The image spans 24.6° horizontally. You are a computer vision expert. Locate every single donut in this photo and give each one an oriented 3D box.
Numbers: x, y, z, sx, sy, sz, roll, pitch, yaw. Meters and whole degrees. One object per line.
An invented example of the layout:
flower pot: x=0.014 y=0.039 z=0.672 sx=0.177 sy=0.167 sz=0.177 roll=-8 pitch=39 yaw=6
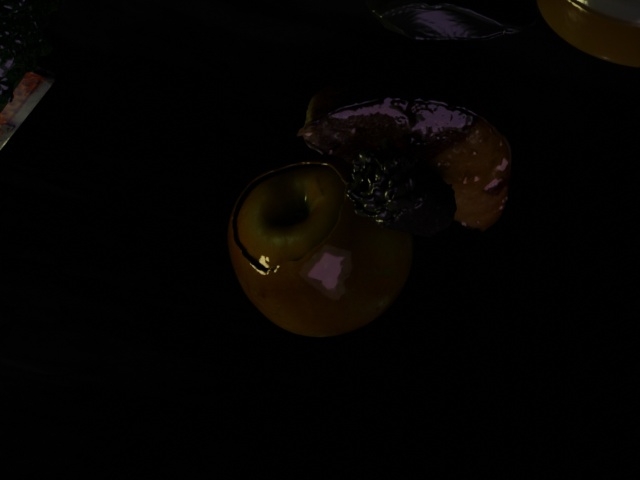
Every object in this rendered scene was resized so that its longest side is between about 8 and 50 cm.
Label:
donut: x=0.125 y=-0.140 z=1.774 sx=0.295 sy=0.112 sz=0.151 roll=24 pitch=127 yaw=-29

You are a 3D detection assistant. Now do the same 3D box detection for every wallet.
wallet: x=-0.410 y=-0.154 z=1.763 sx=0.103 sy=0.020 sz=0.196 roll=25 pitch=129 yaw=-29

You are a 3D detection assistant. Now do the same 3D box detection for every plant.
plant: x=0.093 y=-0.059 z=1.716 sx=0.092 sy=0.094 sz=0.143 roll=-23 pitch=147 yaw=38

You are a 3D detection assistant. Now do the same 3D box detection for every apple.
apple: x=0.000 y=0.000 z=1.835 sx=0.237 sy=0.237 sz=0.207 roll=-12 pitch=137 yaw=7

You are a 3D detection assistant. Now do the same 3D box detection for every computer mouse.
computer mouse: x=0.147 y=-0.270 z=1.640 sx=0.192 sy=0.106 sz=0.062 roll=2 pitch=124 yaw=0

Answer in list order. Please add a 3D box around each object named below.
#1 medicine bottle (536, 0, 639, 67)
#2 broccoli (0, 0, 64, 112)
medicine bottle: x=0.345 y=-0.334 z=1.497 sx=0.238 sy=0.238 sz=0.232 roll=-4 pitch=135 yaw=-2
broccoli: x=-0.409 y=-0.205 z=1.565 sx=0.295 sy=0.265 sz=0.245 roll=-22 pitch=160 yaw=28
